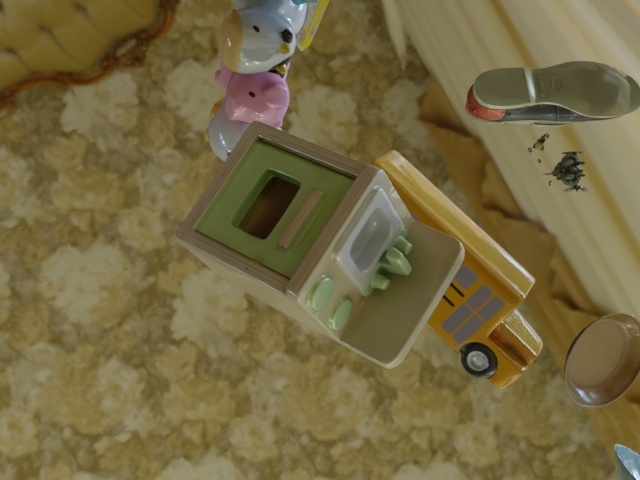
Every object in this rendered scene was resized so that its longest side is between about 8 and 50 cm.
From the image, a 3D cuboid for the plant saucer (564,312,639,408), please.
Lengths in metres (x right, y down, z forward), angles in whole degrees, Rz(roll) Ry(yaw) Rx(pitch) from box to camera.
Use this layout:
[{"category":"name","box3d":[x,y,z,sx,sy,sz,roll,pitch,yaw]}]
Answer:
[{"category":"plant saucer","box3d":[0.226,0.094,0.683,0.083,0.083,0.015,-27,-153,-15]}]

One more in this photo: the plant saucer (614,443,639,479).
[{"category":"plant saucer","box3d":[0.491,0.379,1.230,0.037,0.195,0.195,-51,171,12]}]

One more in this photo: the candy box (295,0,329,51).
[{"category":"candy box","box3d":[-0.038,-0.394,1.381,0.027,0.105,0.206,-42,179,-17]}]

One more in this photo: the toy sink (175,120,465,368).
[{"category":"toy sink","box3d":[0.000,0.000,0.851,0.152,0.234,0.131,-57,148,-11]}]

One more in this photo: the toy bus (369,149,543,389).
[{"category":"toy bus","box3d":[0.170,0.039,1.151,0.130,0.333,0.108,-51,171,29]}]

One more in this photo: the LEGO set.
[{"category":"LEGO set","box3d":[0.270,-0.086,0.958,0.054,0.083,0.023,-59,161,-1]}]

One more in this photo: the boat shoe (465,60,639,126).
[{"category":"boat shoe","box3d":[0.185,-0.113,0.680,0.137,0.049,0.043,-1,161,-3]}]

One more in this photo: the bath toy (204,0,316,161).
[{"category":"bath toy","box3d":[-0.071,-0.207,1.057,0.151,0.129,0.348,-48,166,-34]}]
